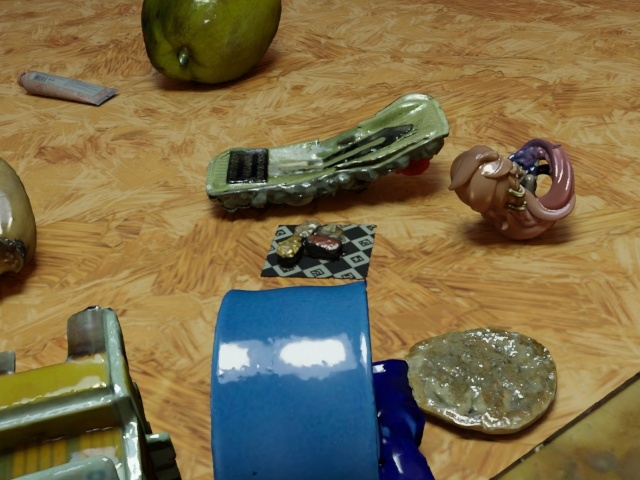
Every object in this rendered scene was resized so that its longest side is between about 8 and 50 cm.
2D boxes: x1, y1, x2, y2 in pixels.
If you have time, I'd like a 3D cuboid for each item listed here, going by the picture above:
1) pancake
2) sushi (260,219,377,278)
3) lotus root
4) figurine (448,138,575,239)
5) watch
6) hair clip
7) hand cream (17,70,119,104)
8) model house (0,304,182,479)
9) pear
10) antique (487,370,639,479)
[{"bbox_3d":[0.140,0.120,0.631,0.139,0.022,0.139,-4,32,2],"label":"pancake"},{"bbox_3d":[0.000,0.000,0.841,0.126,0.026,0.120,1,31,8],"label":"sushi"},{"bbox_3d":[-0.427,-0.033,0.848,0.154,0.140,0.257,-12,40,-37],"label":"lotus root"},{"bbox_3d":[0.216,-0.056,0.816,0.157,0.114,0.126,-11,13,-39],"label":"figurine"},{"bbox_3d":[-0.002,0.119,0.490,0.171,0.200,0.196,-11,36,-4],"label":"watch"},{"bbox_3d":[0.014,-0.096,0.943,0.321,0.091,0.138,-14,39,7],"label":"hair clip"},{"bbox_3d":[-0.492,-0.294,1.375,0.209,0.043,0.067,15,38,19],"label":"hand cream"},{"bbox_3d":[-0.184,0.189,0.398,0.224,0.198,0.215,-11,45,-11],"label":"model house"},{"bbox_3d":[-0.208,-0.438,1.376,0.269,0.269,0.321,9,52,21],"label":"pear"},{"bbox_3d":[0.227,0.161,0.493,0.310,0.087,0.093,-23,38,-28],"label":"antique"}]
